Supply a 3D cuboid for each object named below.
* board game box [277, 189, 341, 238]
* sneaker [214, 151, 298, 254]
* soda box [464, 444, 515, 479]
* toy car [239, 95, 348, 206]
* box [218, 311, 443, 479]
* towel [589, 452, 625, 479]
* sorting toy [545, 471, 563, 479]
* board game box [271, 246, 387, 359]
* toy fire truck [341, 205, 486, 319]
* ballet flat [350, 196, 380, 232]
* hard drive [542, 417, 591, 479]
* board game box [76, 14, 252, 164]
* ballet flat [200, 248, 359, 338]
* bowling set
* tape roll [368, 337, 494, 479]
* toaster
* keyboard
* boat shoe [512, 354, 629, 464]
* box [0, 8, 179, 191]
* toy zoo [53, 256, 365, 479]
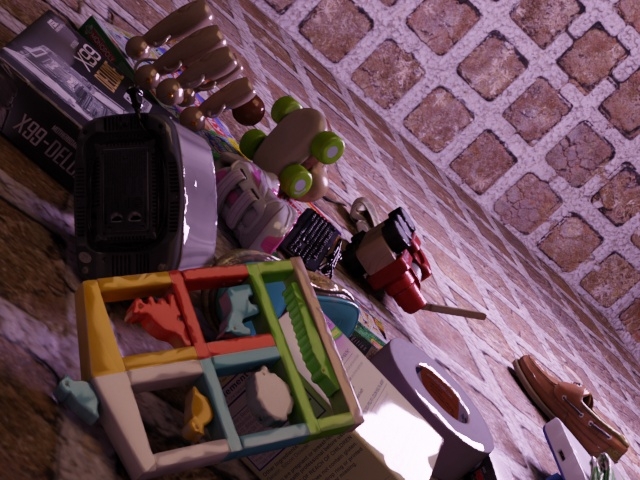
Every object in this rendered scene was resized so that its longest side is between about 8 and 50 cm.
[{"bbox_3d":[-0.043,-0.031,1.907,0.147,0.045,0.193,45,15,-1],"label":"board game box"},{"bbox_3d":[-0.115,-0.053,1.683,0.111,0.103,0.252,33,12,-27],"label":"sneaker"},{"bbox_3d":[0.251,0.359,1.642,0.060,0.053,0.169,41,15,-17],"label":"soda box"},{"bbox_3d":[-0.017,-0.123,1.888,0.155,0.149,0.188,44,-1,40],"label":"toy car"},{"bbox_3d":[0.004,0.203,1.249,0.243,0.117,0.213,47,15,2],"label":"box"},{"bbox_3d":[0.513,0.519,1.791,0.248,0.038,0.325,51,24,-16],"label":"towel"},{"bbox_3d":[0.402,0.431,1.911,0.061,0.042,0.102,59,8,4],"label":"sorting toy"},{"bbox_3d":[0.005,0.089,1.750,0.260,0.030,0.136,40,17,-20],"label":"board game box"},{"bbox_3d":[0.179,0.069,2.091,0.246,0.158,0.217,56,13,-5],"label":"toy fire truck"},{"bbox_3d":[0.091,-0.041,2.299,0.052,0.057,0.168,22,25,-36],"label":"ballet flat"},{"bbox_3d":[0.518,0.482,1.992,0.318,0.040,0.210,49,12,-19],"label":"hard drive"},{"bbox_3d":[-0.251,-0.227,1.863,0.317,0.046,0.213,52,16,22],"label":"board game box"},{"bbox_3d":[-0.074,0.071,1.440,0.123,0.123,0.348,53,16,27],"label":"ballet flat"},{"bbox_3d":[-0.186,-0.229,1.740,0.200,0.154,0.287,59,3,-30],"label":"bowling set"},{"bbox_3d":[0.154,0.246,1.645,0.219,0.072,0.219,42,16,-14],"label":"tape roll"},{"bbox_3d":[-0.191,-0.049,1.253,0.146,0.129,0.227,14,73,-75],"label":"toaster"},{"bbox_3d":[0.000,0.000,1.787,0.100,0.038,0.192,43,25,-5],"label":"keyboard"},{"bbox_3d":[0.527,0.345,2.351,0.111,0.104,0.307,23,26,-56],"label":"boat shoe"},{"bbox_3d":[-0.313,-0.169,1.464,0.242,0.076,0.307,42,15,-15],"label":"box"},{"bbox_3d":[-0.111,0.117,1.067,0.293,0.030,0.192,-5,63,-36],"label":"toy zoo"}]
